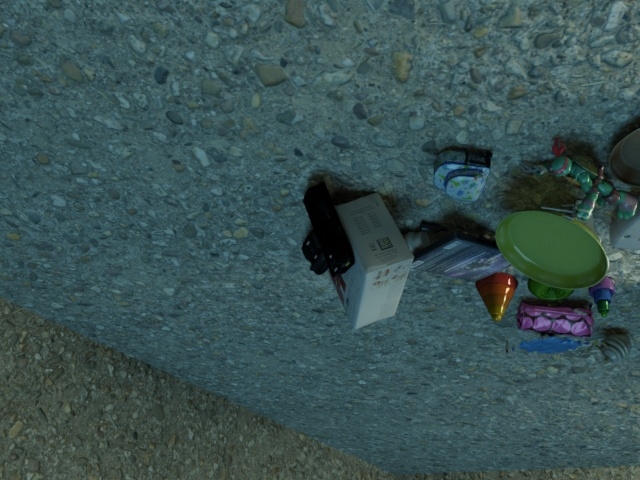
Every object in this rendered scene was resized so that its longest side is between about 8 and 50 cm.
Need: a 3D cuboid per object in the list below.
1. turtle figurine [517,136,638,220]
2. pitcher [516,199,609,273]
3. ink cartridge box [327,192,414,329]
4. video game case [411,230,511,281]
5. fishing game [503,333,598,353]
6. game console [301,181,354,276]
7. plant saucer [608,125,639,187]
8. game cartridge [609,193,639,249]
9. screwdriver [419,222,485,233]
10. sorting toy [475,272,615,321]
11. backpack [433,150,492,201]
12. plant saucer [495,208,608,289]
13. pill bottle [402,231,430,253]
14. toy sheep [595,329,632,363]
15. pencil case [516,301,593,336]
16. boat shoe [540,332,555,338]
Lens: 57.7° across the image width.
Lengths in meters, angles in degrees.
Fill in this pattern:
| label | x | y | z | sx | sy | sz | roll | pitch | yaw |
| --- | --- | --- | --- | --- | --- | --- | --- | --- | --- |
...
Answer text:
| label | x | y | z | sx | sy | sz | roll | pitch | yaw |
| --- | --- | --- | --- | --- | --- | --- | --- | --- | --- |
| turtle figurine | 0.530 | -0.118 | 1.191 | 0.234 | 0.175 | 0.118 | 16 | 129 | -23 |
| pitcher | 0.558 | 0.027 | 1.370 | 0.125 | 0.178 | 0.207 | -1 | 156 | -38 |
| ink cartridge box | 0.103 | 0.033 | 1.503 | 0.130 | 0.272 | 0.309 | -17 | 150 | -14 |
| video game case | 0.379 | 0.048 | 1.522 | 0.274 | 0.026 | 0.196 | 12 | 151 | -33 |
| fishing game | 0.699 | 0.312 | 1.780 | 0.264 | 0.041 | 0.189 | -5 | 156 | 17 |
| game console | 0.000 | 0.000 | 1.504 | 0.044 | 0.213 | 0.361 | -18 | 170 | -15 |
| plant saucer | 0.677 | -0.179 | 1.149 | 0.198 | 0.036 | 0.198 | 7 | 146 | 4 |
| game cartridge | 0.768 | -0.061 | 1.244 | 0.198 | 0.062 | 0.297 | 9 | 153 | -4 |
| screwdriver | 0.338 | -0.024 | 1.493 | 0.170 | 0.024 | 0.025 | 10 | 118 | -2 |
| sorting toy | 0.617 | 0.170 | 1.611 | 0.365 | 0.126 | 0.127 | -1 | 145 | 18 |
| backpack | 0.305 | -0.142 | 1.266 | 0.114 | 0.084 | 0.105 | 10 | 145 | 5 |
| plant saucer | 0.502 | 0.013 | 1.264 | 0.241 | 0.037 | 0.241 | 28 | 152 | 17 |
| pill bottle | 0.225 | 0.015 | 1.540 | 0.120 | 0.067 | 0.067 | -19 | 137 | 37 |
| toy sheep | 0.901 | 0.331 | 1.783 | 0.091 | 0.132 | 0.091 | 42 | 154 | 26 |
| pencil case | 0.687 | 0.226 | 1.707 | 0.209 | 0.095 | 0.098 | 2 | 155 | 17 |
| boat shoe | 0.705 | 0.277 | 1.814 | 0.056 | 0.048 | 0.153 | -5 | 144 | 23 |
